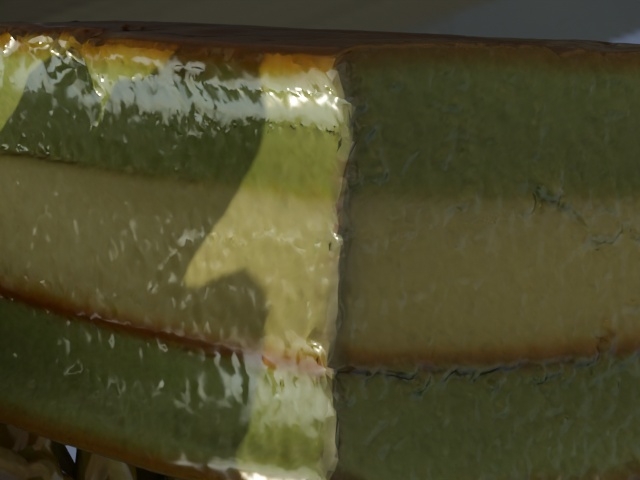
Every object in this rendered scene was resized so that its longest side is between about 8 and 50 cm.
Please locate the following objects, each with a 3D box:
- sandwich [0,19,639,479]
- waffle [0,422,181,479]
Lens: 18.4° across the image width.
[{"bbox_3d":[0.000,0.000,0.544,0.144,0.117,0.187,-1,-173,-43],"label":"sandwich"},{"bbox_3d":[-0.095,0.128,0.625,0.073,0.317,0.297,-22,-167,31],"label":"waffle"}]
